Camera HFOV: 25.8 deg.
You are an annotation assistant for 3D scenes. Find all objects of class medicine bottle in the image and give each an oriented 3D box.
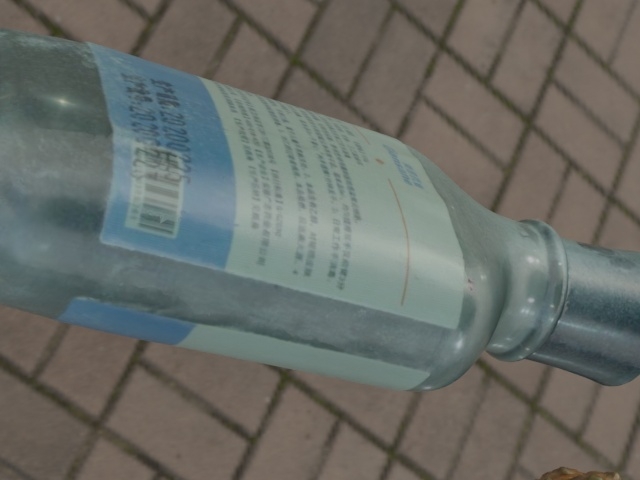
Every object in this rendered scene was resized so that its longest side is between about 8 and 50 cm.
[{"bbox_3d":[0.000,0.000,0.376,0.208,0.053,0.090,15,28,-25],"label":"medicine bottle"}]

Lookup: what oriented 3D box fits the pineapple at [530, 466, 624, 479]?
[{"bbox_3d":[0.180,0.231,0.785,0.169,0.340,0.169,0,91,-8],"label":"pineapple"}]
